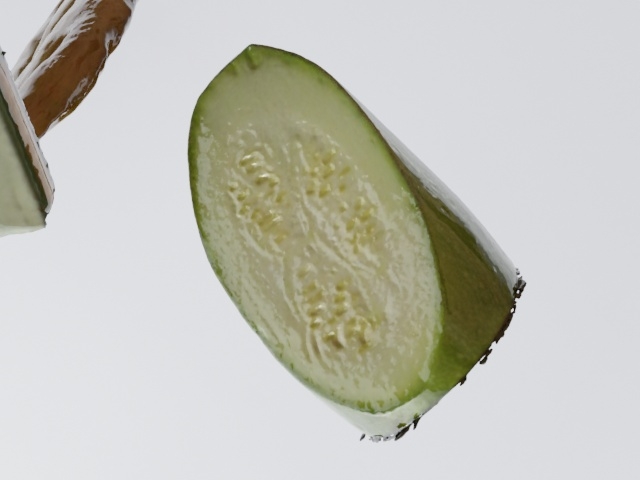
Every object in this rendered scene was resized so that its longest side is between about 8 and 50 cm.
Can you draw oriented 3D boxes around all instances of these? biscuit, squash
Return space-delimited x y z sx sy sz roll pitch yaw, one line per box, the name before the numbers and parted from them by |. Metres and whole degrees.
biscuit | -0.186 -0.124 1.209 0.045 0.154 0.299 38 -164 -15
squash | 0.000 0.000 1.245 0.260 0.189 0.189 43 -134 -13

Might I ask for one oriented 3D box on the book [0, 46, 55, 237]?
book | -0.195 -0.112 0.375 0.201 0.289 0.026 -13 -158 15
